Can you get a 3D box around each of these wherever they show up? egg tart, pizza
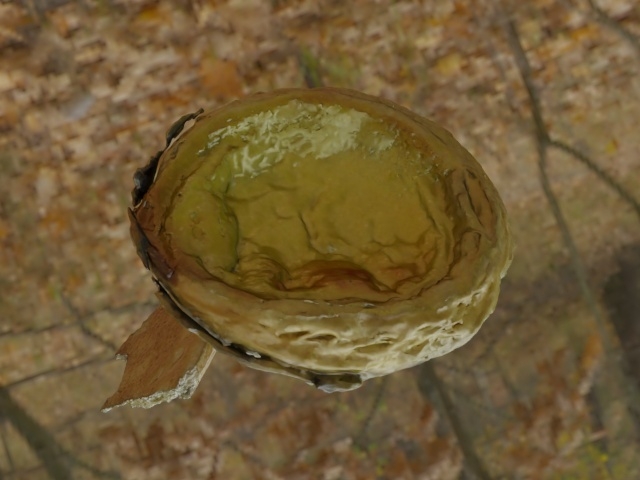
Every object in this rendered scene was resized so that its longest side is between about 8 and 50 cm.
[{"bbox_3d":[0.000,0.000,1.051,0.279,0.279,0.095,-17,143,-22],"label":"egg tart"},{"bbox_3d":[-0.180,0.131,1.724,0.034,0.181,0.262,29,127,-28],"label":"pizza"}]
